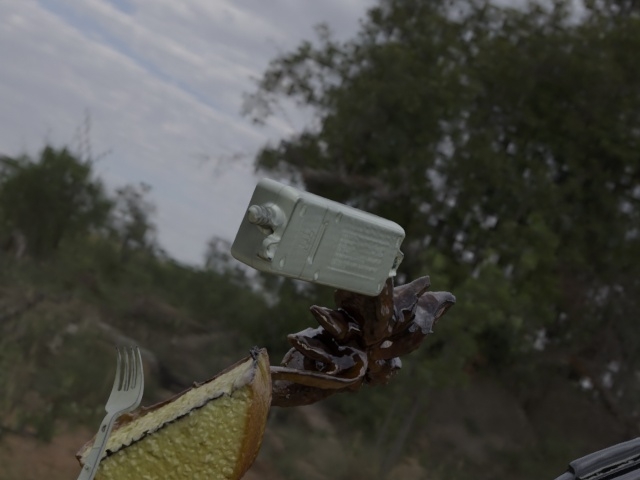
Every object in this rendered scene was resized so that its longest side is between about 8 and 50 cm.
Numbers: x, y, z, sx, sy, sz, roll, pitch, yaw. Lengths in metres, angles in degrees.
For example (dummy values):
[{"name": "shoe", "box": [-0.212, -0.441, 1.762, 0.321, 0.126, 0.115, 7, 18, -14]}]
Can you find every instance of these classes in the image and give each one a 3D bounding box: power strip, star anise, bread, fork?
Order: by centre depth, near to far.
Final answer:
[{"name": "fork", "box": [-0.191, 0.185, 1.170, 0.034, 0.219, 0.028, -5, -46, 18]}, {"name": "power strip", "box": [0.000, 0.000, 1.537, 0.058, 0.098, 0.338, 25, 4, 29]}, {"name": "bread", "box": [-0.149, 0.243, 1.567, 0.134, 0.260, 0.129, 58, 6, -11]}, {"name": "star anise", "box": [0.046, 0.152, 1.902, 0.109, 0.292, 0.349, 41, 4, 32]}]

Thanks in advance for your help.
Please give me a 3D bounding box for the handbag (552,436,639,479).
[{"name": "handbag", "box": [0.252, 0.261, 0.932, 0.308, 0.253, 0.093, -18, -5, -7]}]
